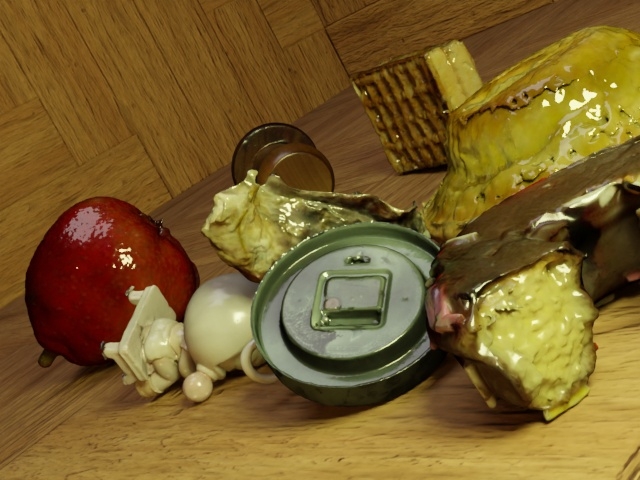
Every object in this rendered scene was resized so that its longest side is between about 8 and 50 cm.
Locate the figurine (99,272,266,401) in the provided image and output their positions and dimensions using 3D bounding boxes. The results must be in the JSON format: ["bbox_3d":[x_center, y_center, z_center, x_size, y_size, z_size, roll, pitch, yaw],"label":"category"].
[{"bbox_3d":[-0.146,0.109,1.296,0.256,0.145,0.182,-18,12,27],"label":"figurine"}]

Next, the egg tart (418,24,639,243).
[{"bbox_3d":[0.302,-0.148,1.276,0.443,0.178,0.443,-29,11,6],"label":"egg tart"}]

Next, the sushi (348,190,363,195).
[{"bbox_3d":[-0.010,0.016,1.431,0.212,0.115,0.147,-36,15,-30],"label":"sushi"}]

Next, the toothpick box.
[{"bbox_3d":[-0.075,-0.137,2.048,0.192,0.192,0.294,-29,17,-6],"label":"toothpick box"}]

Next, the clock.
[{"bbox_3d":[0.036,0.072,1.024,0.214,0.042,0.215,-9,46,10],"label":"clock"}]

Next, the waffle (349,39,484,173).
[{"bbox_3d":[0.188,-0.232,1.782,0.091,0.213,0.308,-30,11,-18],"label":"waffle"}]

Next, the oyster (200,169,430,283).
[{"bbox_3d":[0.003,0.009,1.212,0.271,0.275,0.100,-14,56,-5],"label":"oyster"}]

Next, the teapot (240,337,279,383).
[{"bbox_3d":[0.014,0.092,1.123,0.226,0.092,0.145,-33,11,-17],"label":"teapot"}]

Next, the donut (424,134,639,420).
[{"bbox_3d":[0.247,0.011,0.858,0.345,0.136,0.259,-27,10,3],"label":"donut"}]

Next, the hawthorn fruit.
[{"bbox_3d":[-0.367,0.082,1.662,0.307,0.265,0.265,-50,11,4],"label":"hawthorn fruit"}]
